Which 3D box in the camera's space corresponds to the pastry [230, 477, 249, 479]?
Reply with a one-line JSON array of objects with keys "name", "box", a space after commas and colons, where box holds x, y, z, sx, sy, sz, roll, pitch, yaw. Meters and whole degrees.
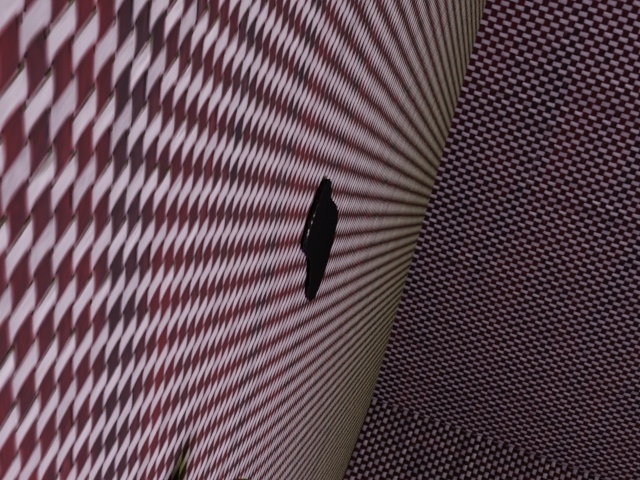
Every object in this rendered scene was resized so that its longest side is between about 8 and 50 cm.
[{"name": "pastry", "box": [-0.077, 0.275, 0.852, 0.154, 0.102, 0.249, -58, 164, -54]}]

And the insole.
[{"name": "insole", "box": [0.000, 0.000, 1.175, 0.253, 0.005, 0.086, 86, 23, -76]}]
